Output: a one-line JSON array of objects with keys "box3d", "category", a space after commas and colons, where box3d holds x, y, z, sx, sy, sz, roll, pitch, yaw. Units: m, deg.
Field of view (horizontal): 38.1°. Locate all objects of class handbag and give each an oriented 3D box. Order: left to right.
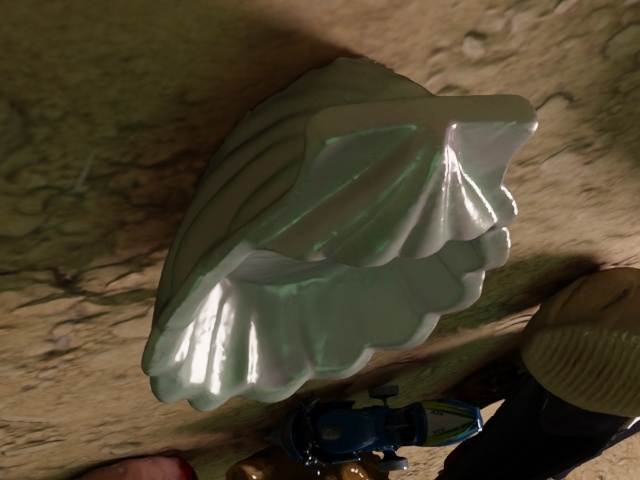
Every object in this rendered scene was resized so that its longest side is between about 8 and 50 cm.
[{"box3d": [0.316, 0.222, 1.161, 0.303, 0.122, 0.329, -14, 153, -37], "category": "handbag"}]

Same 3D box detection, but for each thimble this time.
[{"box3d": [-0.200, 0.314, 0.994, 0.163, 0.125, 0.189, -8, 154, -25], "category": "thimble"}]

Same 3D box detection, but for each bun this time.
[{"box3d": [0.287, 0.089, 0.905, 0.166, 0.113, 0.173, 37, 145, -15], "category": "bun"}]

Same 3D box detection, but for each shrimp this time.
[{"box3d": [0.230, 0.183, 1.174, 0.148, 0.035, 0.195, -8, 154, -28], "category": "shrimp"}]

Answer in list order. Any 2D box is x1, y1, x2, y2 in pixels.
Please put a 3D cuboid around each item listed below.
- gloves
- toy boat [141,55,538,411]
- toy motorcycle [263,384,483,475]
[{"box3d": [-0.005, 0.321, 1.060, 0.155, 0.203, 0.356, -21, 176, 26], "category": "gloves"}, {"box3d": [0.000, 0.000, 0.493, 0.199, 0.100, 0.290, -10, 156, -25], "category": "toy boat"}, {"box3d": [0.047, 0.198, 0.972, 0.254, 0.092, 0.135, -8, 167, 18], "category": "toy motorcycle"}]
